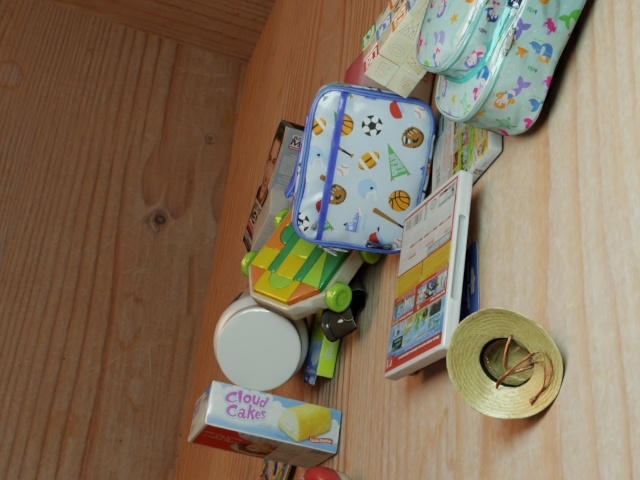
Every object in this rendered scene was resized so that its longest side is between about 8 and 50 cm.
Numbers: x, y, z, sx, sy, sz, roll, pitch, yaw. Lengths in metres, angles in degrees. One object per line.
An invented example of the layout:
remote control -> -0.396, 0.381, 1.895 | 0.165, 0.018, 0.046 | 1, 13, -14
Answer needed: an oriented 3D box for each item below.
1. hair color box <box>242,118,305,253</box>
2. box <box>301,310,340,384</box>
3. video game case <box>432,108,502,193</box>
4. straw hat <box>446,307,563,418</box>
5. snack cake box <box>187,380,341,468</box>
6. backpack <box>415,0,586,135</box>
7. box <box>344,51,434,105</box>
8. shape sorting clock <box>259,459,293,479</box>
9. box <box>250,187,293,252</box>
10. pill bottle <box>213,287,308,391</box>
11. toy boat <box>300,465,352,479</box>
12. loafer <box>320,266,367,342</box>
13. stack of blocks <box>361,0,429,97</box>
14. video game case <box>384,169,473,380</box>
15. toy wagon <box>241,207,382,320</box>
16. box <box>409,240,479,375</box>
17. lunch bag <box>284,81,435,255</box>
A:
hair color box -> -0.108, -0.138, 2.671 | 0.185, 0.113, 0.375 | -127, 54, -72
box -> 0.008, 0.217, 2.001 | 0.109, 0.042, 0.178 | 163, 120, -75
video game case -> 0.240, -0.182, 1.562 | 0.206, 0.026, 0.227 | 125, 156, -54
straw hat -> 0.232, 0.147, 1.157 | 0.061, 0.144, 0.145 | -9, -59, -60
snack cake box -> -0.110, 0.364, 1.849 | 0.152, 0.264, 0.089 | 130, 152, -59
backpack -> 0.246, -0.281, 1.338 | 0.225, 0.191, 0.254 | -129, 50, -69
box -> 0.117, -0.229, 1.828 | 0.127, 0.148, 0.233 | 145, 138, -68
shape sorting clock -> -0.097, 0.486, 2.131 | 0.206, 0.040, 0.206 | -165, 90, -76
box -> -0.096, -0.039, 2.486 | 0.170, 0.130, 0.091 | 121, 158, -47
pill bottle -> -0.127, 0.211, 2.064 | 0.361, 0.204, 0.204 | -99, 24, -88
toy boat -> -0.022, 0.496, 1.607 | 0.151, 0.151, 0.231 | 123, 157, -49
loafer -> 0.060, 0.110, 1.884 | 0.220, 0.078, 0.080 | -78, -32, -42
stack of blocks -> 0.184, -0.401, 1.541 | 0.297, 0.087, 0.171 | -52, 21, 31
video game case -> 0.165, 0.057, 1.457 | 0.204, 0.025, 0.285 | 136, 147, -61
toy wagon -> 0.000, 0.000, 1.902 | 0.267, 0.068, 0.344 | 18, 65, 41
box -> 0.180, 0.104, 1.479 | 0.225, 0.036, 0.137 | 126, 155, -51
lunch bag -> 0.066, -0.121, 1.677 | 0.115, 0.243, 0.304 | -98, 18, -75
